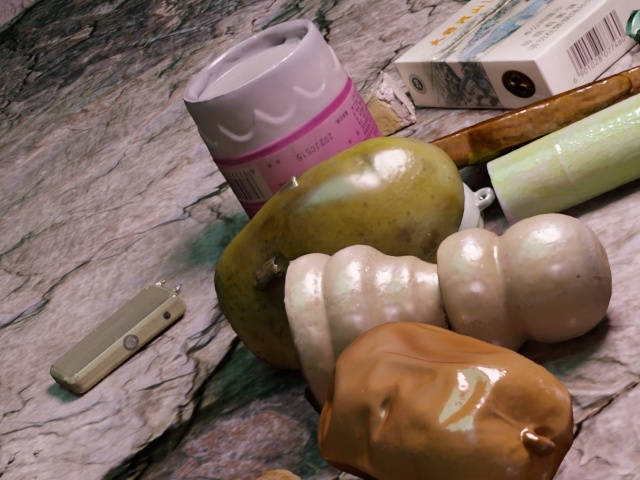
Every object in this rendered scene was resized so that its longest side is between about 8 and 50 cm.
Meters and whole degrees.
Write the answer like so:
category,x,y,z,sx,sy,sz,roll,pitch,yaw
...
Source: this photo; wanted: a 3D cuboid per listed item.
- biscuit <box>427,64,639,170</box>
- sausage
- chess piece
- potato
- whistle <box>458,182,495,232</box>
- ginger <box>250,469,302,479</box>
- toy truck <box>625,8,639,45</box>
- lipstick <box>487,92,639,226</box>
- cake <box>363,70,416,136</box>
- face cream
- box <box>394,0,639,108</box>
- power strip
category,x,y,z,sx,sy,sz,roll,pitch,yaw
biscuit,0.209,-0.115,1.647,0.290,0.041,0.208,-20,4,-5
sausage,0.088,0.133,1.209,0.241,0.120,0.136,20,81,59
chess piece,0.112,0.054,1.366,0.260,0.143,0.143,-14,26,17
potato,0.000,0.000,1.507,0.271,0.111,0.160,-36,49,17
whistle,0.057,0.019,1.578,0.258,0.067,0.126,-28,34,15
ginger,-0.012,0.231,1.177,0.333,0.081,0.148,-6,35,44
toy truck,0.391,-0.277,1.785,0.080,0.078,0.154,-2,35,51
lipstick,0.303,-0.102,1.519,0.304,0.076,0.076,-23,23,14
cake,0.056,-0.133,1.952,0.121,0.065,0.052,-46,16,21
face cream,-0.033,-0.118,1.802,0.175,0.195,0.175,-25,23,12
box,0.226,-0.222,1.878,0.164,0.069,0.256,-40,24,-24
power strip,-0.211,0.101,1.771,0.169,0.028,0.076,-39,24,-19
